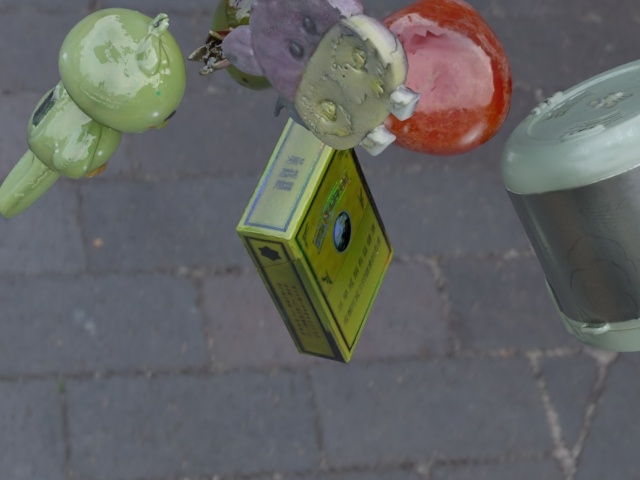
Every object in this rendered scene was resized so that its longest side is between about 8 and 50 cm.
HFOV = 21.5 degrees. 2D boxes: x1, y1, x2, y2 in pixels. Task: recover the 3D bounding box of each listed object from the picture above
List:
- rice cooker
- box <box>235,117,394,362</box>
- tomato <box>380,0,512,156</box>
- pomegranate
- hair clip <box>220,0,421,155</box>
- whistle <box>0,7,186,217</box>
[{"bbox_3d":[0.356,-0.037,1.789,0.288,0.288,0.277,-40,110,-36],"label":"rice cooker"},{"bbox_3d":[0.000,0.000,1.612,0.064,0.220,0.141,10,58,26],"label":"box"},{"bbox_3d":[0.108,-0.175,1.736,0.187,0.151,0.187,2,36,-1],"label":"tomato"},{"bbox_3d":[-0.079,-0.236,1.900,0.159,0.129,0.129,10,42,-46],"label":"pomegranate"},{"bbox_3d":[0.002,-0.123,1.173,0.056,0.187,0.146,-40,82,-21],"label":"hair clip"},{"bbox_3d":[-0.230,-0.124,1.748,0.141,0.294,0.141,20,38,-17],"label":"whistle"}]
